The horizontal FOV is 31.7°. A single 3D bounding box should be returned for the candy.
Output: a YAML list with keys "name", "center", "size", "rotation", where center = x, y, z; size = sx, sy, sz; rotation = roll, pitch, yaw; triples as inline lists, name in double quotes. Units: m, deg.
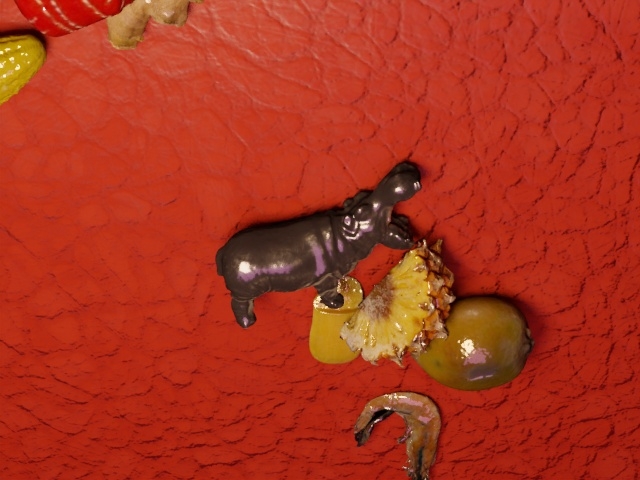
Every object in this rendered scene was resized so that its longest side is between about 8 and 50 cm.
- name: "candy"
  center: [-0.464, -0.227, 1.545]
  size: [0.199, 0.094, 0.106]
  rotation: [-26, 156, 12]

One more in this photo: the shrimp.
- name: "shrimp"
  center: [0.134, 0.355, 1.969]
  size: [0.152, 0.046, 0.219]
  rotation: [-3, 121, 1]

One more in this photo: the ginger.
- name: "ginger"
  center: [-0.176, -0.337, 1.478]
  size: [0.288, 0.075, 0.089]
  rotation: [-28, 106, 23]

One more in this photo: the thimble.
- name: "thimble"
  center: [-0.325, -0.358, 1.407]
  size: [0.125, 0.163, 0.189]
  rotation: [-20, 114, 11]

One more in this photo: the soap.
- name: "soap"
  center: [0.025, 0.133, 1.824]
  size: [0.089, 0.033, 0.168]
  rotation: [-5, 124, -4]

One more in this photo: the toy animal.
- name: "toy animal"
  center: [0.011, 0.010, 1.698]
  size: [0.343, 0.106, 0.168]
  rotation: [-24, 124, 4]

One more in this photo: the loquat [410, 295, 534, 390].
- name: "loquat"
  center: [0.240, 0.164, 1.782]
  size: [0.195, 0.152, 0.152]
  rotation: [-6, 125, 14]

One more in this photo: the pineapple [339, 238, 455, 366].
- name: "pineapple"
  center: [0.137, 0.118, 1.722]
  size: [0.079, 0.135, 0.233]
  rotation: [-3, 139, -48]
